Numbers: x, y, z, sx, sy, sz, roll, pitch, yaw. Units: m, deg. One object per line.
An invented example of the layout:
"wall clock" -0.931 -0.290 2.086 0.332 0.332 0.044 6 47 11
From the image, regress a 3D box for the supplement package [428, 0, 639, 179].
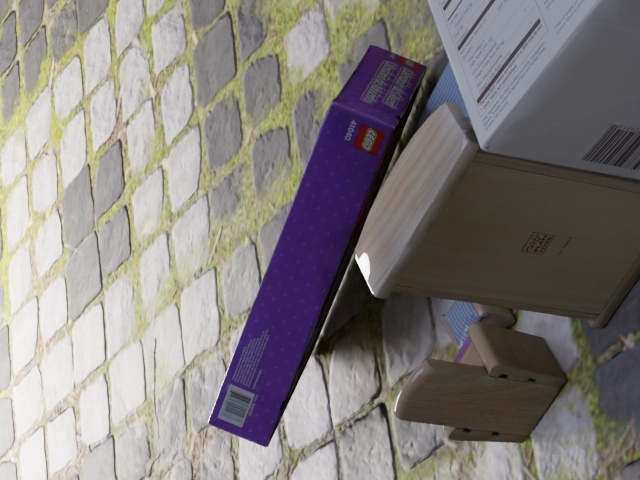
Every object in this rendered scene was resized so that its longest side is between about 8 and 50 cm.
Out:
"supplement package" 0.198 -0.202 1.268 0.198 0.199 0.263 -53 40 40

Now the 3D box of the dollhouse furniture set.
"dollhouse furniture set" 0.082 -0.062 1.428 0.286 0.198 0.303 -60 36 31

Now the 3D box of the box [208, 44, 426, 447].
"box" 0.000 0.000 1.589 0.201 0.057 0.293 -63 -5 -69
